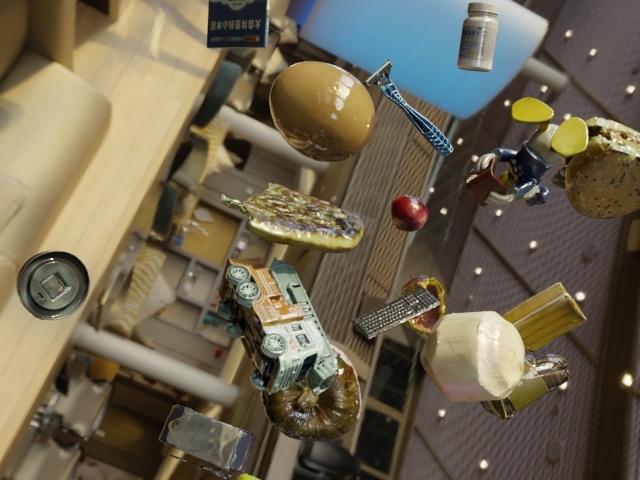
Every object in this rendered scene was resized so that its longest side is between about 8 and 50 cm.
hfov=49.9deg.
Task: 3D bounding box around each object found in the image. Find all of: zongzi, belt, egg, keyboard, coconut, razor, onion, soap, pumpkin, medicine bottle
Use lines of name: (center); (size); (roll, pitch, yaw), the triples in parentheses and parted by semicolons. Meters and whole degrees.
zongzi: (0.607, 0.374, 2.206); (0.289, 0.317, 0.154); (-29, 178, -9)
belt: (-0.284, 0.505, 1.720); (0.139, 0.231, 0.126); (90, 21, -74)
egg: (0.000, -0.417, 2.223); (0.301, 0.374, 0.301); (-42, 152, -30)
keyboard: (0.165, 0.155, 1.492); (0.067, 0.202, 0.011); (44, -36, 40)
coconut: (0.266, 0.211, 1.236); (0.183, 0.171, 0.171); (-13, -134, 42)
razor: (0.210, -0.290, 1.567); (0.082, 0.253, 0.042); (-45, -175, -5)
onion: (0.280, -0.087, 2.190); (0.131, 0.131, 0.131); (-62, -170, 18)
soap: (0.659, 0.251, 2.104); (0.257, 0.160, 0.080); (-34, -144, 17)
pumpkin: (-0.026, 0.385, 1.722); (0.189, 0.260, 0.260); (31, 84, -83)
medicine bottle: (0.460, -0.590, 2.003); (0.103, 0.103, 0.186); (-108, -156, -77)

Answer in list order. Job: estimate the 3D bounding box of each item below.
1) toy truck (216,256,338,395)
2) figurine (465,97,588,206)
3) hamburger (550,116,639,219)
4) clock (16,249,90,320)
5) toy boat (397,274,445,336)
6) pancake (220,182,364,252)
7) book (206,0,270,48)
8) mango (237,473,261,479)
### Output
toy truck: (-0.086, 0.183, 1.481); (0.338, 0.184, 0.133); (57, -38, 36)
figurine: (0.508, -0.158, 1.714); (0.283, 0.204, 0.338); (-32, 149, 3)
hamburger: (0.863, -0.203, 2.052); (0.277, 0.318, 0.195); (120, -21, -44)
clock: (-0.696, 0.114, 1.790); (0.040, 0.184, 0.184); (10, -107, 50)
toy boat: (0.286, 0.178, 1.919); (0.099, 0.141, 0.318); (64, -1, 38)
pancake: (-0.057, -0.047, 1.657); (0.067, 0.305, 0.427); (-69, 166, 18)
book: (-0.225, -0.696, 1.902); (0.018, 0.228, 0.322); (-8, 105, -52)
mango: (-0.197, 0.769, 2.088); (0.165, 0.091, 0.074); (22, -91, 47)
